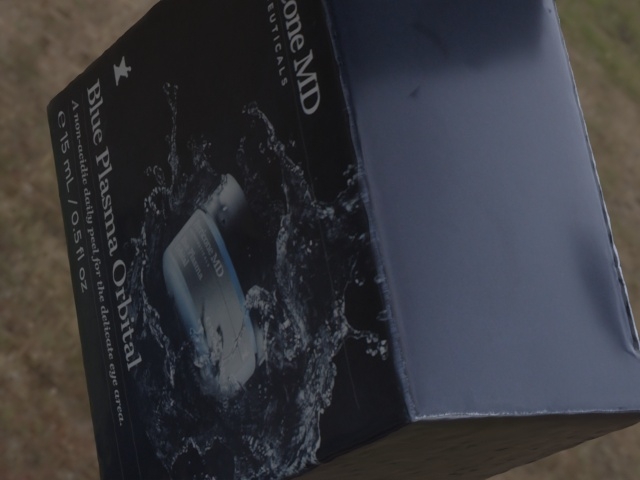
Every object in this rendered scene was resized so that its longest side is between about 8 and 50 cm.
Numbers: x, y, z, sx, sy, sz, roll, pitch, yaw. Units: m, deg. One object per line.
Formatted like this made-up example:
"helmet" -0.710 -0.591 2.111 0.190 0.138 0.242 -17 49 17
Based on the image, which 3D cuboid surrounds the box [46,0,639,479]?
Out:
"box" 0.000 0.000 0.519 0.093 0.158 0.156 2 68 -37
